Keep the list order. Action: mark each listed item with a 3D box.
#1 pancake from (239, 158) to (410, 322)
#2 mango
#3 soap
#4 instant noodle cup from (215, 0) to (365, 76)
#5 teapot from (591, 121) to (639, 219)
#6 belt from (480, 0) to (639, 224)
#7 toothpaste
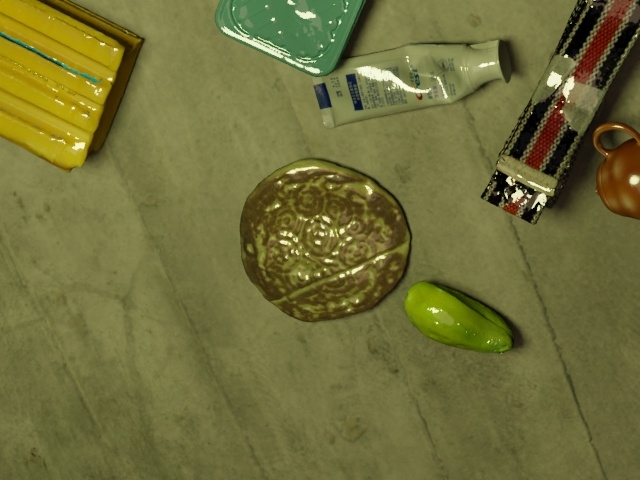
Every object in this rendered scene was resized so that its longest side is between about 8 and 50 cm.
[{"bbox_3d":[0.000,0.000,1.744,0.250,0.031,0.250,4,112,10],"label":"pancake"},{"bbox_3d":[0.192,0.115,1.718,0.165,0.091,0.074,30,103,1],"label":"mango"},{"bbox_3d":[-0.430,-0.258,1.699,0.324,0.096,0.204,28,113,1],"label":"soap"},{"bbox_3d":[-0.035,-0.316,1.608,0.179,0.070,0.157,25,115,1],"label":"instant noodle cup"},{"bbox_3d":[0.403,-0.080,1.592,0.116,0.116,0.173,-26,113,20],"label":"teapot"},{"bbox_3d":[0.321,-0.195,1.560,0.094,0.126,0.359,28,108,11],"label":"belt"},{"bbox_3d":[0.117,-0.214,1.631,0.266,0.061,0.096,-8,110,22],"label":"toothpaste"}]
